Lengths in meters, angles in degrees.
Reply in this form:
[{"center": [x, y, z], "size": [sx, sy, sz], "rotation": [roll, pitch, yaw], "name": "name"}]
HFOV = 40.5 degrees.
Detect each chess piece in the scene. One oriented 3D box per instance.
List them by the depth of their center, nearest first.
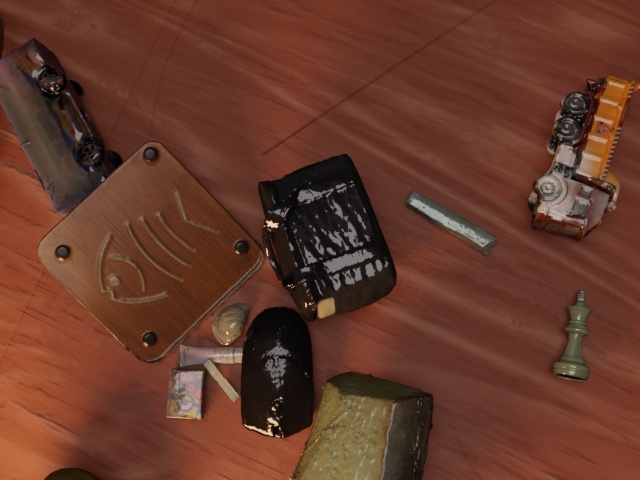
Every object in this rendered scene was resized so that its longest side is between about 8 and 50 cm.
[{"center": [0.421, 0.154, 1.427], "size": [0.059, 0.059, 0.149], "rotation": [12, 75, 5], "name": "chess piece"}]

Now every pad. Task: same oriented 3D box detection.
[{"center": [-0.283, 0.023, 1.455], "size": [0.284, 0.018, 0.286], "rotation": [-44, 101, -4], "name": "pad"}]

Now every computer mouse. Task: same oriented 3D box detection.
[{"center": [-0.070, 0.216, 1.433], "size": [0.122, 0.073, 0.217], "rotation": [-1, 82, 3], "name": "computer mouse"}]

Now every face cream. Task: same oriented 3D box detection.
[{"center": [-0.184, 0.195, 1.470], "size": [0.115, 0.020, 0.038], "rotation": [-1, 84, 6], "name": "face cream"}]

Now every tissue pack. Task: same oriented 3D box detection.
[{"center": [-0.223, 0.257, 1.455], "size": [0.063, 0.035, 0.083], "rotation": [3, 79, 4], "name": "tissue pack"}]

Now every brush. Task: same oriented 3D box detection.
[{"center": [-0.166, 0.235, 1.459], "size": [0.016, 0.013, 0.083], "rotation": [-40, 91, 2], "name": "brush"}]

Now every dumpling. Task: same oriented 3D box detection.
[{"center": [-0.155, 0.137, 1.468], "size": [0.059, 0.043, 0.077], "rotation": [17, 85, 28], "name": "dumpling"}]

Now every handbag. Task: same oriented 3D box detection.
[{"center": [0.000, 0.000, 1.413], "size": [0.181, 0.181, 0.254], "rotation": [-18, 79, -7], "name": "handbag"}]

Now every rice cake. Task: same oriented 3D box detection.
[{"center": [0.222, -0.031, 1.479], "size": [0.171, 0.029, 0.033], "rotation": [31, 78, 7], "name": "rice cake"}]

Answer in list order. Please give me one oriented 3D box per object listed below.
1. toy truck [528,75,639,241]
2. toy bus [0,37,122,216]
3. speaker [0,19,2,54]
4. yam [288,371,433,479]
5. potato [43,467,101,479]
[{"center": [0.440, -0.137, 1.444], "size": [0.135, 0.114, 0.270], "rotation": [19, 80, 11], "name": "toy truck"}, {"center": [-0.454, -0.186, 1.507], "size": [0.138, 0.112, 0.317], "rotation": [-29, 79, 3], "name": "toy bus"}, {"center": [-0.675, -0.239, 1.494], "size": [0.184, 0.183, 0.406], "rotation": [2, 81, -2], "name": "speaker"}, {"center": [0.061, 0.345, 1.343], "size": [0.202, 0.201, 0.271], "rotation": [11, 85, 26], "name": "yam"}, {"center": [-0.386, 0.485, 1.369], "size": [0.197, 0.148, 0.228], "rotation": [-45, 79, 9], "name": "potato"}]
